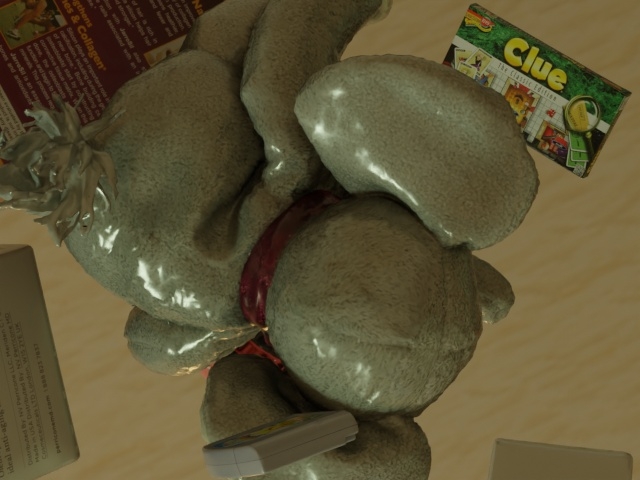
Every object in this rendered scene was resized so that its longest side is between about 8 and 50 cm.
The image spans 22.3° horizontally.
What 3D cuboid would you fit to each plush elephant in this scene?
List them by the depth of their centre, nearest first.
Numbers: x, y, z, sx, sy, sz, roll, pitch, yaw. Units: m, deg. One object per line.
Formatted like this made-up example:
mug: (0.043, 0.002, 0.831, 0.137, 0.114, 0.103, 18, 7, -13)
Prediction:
plush elephant: (0.000, 0.000, 0.899, 0.255, 0.272, 0.330, 33, -160, 15)

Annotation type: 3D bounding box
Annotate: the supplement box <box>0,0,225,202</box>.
supplement box: (-0.150, -0.110, 1.022, 0.104, 0.188, 0.081, 61, 160, 3)

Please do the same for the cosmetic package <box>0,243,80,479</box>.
cosmetic package: (-0.354, 0.115, 0.959, 0.197, 0.365, 0.155, 0, 106, 46)

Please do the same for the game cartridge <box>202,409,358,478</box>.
game cartridge: (-0.022, 0.092, 0.726, 0.017, 0.056, 0.083, 69, 158, 0)

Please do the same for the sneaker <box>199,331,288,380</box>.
sneaker: (-0.041, 0.138, 1.599, 0.314, 0.116, 0.136, 47, 178, 18)

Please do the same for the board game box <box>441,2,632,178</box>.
board game box: (0.288, -0.209, 2.243, 0.260, 0.136, 0.030, 33, -158, 20)

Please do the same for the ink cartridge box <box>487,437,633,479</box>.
ink cartridge box: (0.179, 0.318, 1.299, 0.273, 0.114, 0.197, 84, -165, -48)
